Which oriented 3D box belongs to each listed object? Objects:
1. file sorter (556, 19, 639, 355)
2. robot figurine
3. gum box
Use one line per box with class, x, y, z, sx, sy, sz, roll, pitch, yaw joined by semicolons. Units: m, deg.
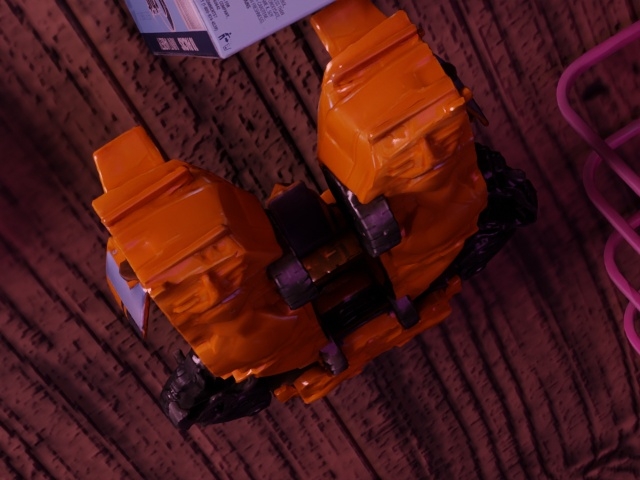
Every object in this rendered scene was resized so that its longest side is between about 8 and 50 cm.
file sorter;0.268;0.010;0.932;0.182;0.202;0.291;-30;136;-4
robot figurine;0.000;0.000;0.766;0.211;0.085;0.291;-32;165;-3
gum box;0.016;-0.133;0.684;0.184;0.157;0.041;-28;103;-10
